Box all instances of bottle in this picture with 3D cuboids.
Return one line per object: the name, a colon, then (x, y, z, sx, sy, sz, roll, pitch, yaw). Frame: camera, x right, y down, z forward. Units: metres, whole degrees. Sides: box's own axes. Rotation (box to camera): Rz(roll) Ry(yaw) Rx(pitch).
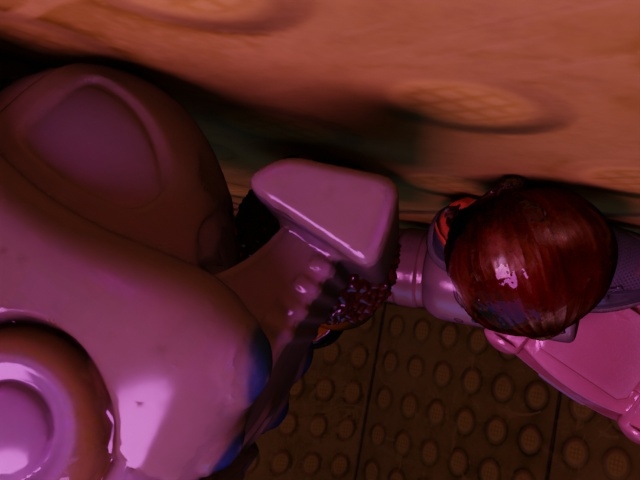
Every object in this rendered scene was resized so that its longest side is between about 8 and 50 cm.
bottle: (0.157, 0.034, 0.851, 0.209, 0.097, 0.110, 10, -158, 21)

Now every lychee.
lychee: (0.004, -0.001, 0.620, 0.129, 0.123, 0.123, 46, 174, 0)

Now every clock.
clock: (0.311, 0.101, 0.984, 0.227, 0.142, 0.241, 35, -173, 7)

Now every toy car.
toy car: (-0.146, -0.015, 0.460, 0.336, 0.226, 0.242, 36, 179, 8)

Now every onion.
onion: (0.140, 0.009, 0.561, 0.119, 0.118, 0.117, 9, -158, 19)

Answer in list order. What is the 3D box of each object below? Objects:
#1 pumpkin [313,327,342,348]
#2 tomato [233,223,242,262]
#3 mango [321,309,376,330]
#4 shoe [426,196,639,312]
pumpkin: (-0.079, 0.162, 1.926, 0.325, 0.242, 0.232, 13, 168, 18)
tomato: (-0.216, 0.084, 1.154, 0.341, 0.273, 0.341, -26, 157, -12)
mango: (0.035, 0.090, 1.497, 0.146, 0.129, 0.289, 0, 178, 3)
shoe: (0.176, 0.009, 0.655, 0.194, 0.074, 0.077, 11, 170, 13)
